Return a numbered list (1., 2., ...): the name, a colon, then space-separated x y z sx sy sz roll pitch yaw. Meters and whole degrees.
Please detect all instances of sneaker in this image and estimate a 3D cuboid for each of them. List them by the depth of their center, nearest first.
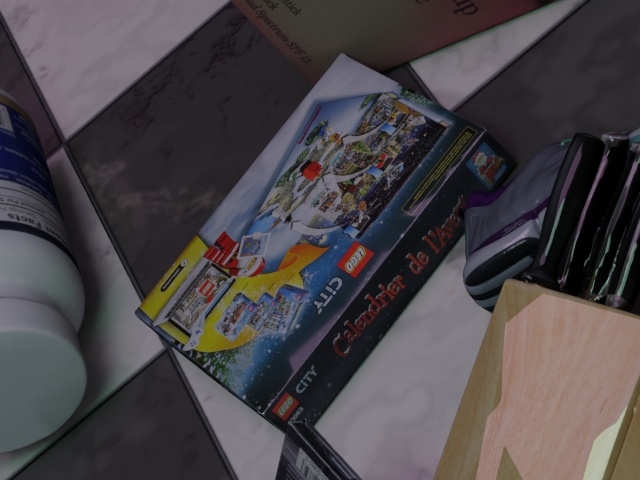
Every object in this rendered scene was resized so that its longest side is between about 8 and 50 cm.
1. sneaker: 0.176 -0.046 1.204 0.224 0.083 0.098 -29 40 17

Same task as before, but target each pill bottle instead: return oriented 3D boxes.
1. pill bottle: -0.254 0.016 1.429 0.153 0.153 0.264 -35 45 12

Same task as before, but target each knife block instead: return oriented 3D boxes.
1. knife block: 0.128 0.076 1.098 0.276 0.088 0.242 -30 65 17

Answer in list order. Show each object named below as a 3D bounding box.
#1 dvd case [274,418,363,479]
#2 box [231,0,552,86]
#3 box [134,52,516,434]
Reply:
1. dvd case: 0.007 0.233 1.083 0.164 0.018 0.221 44 130 46
2. box: 0.060 -0.221 1.363 0.232 0.148 0.127 -21 50 25
3. box: 0.000 0.000 1.327 0.233 0.044 0.159 -52 44 -5
